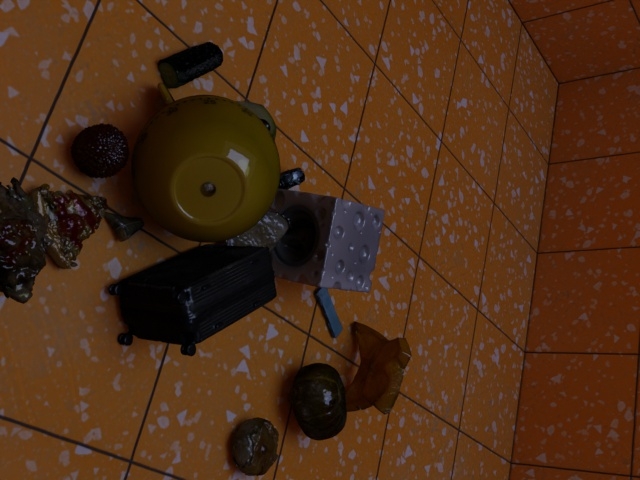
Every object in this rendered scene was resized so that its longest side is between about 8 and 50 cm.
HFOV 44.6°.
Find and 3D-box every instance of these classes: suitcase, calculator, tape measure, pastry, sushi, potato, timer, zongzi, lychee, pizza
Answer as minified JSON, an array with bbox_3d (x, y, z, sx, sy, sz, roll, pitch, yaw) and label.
[{"bbox_3d":[-0.284,0.124,1.811,0.335,0.229,0.152,-27,115,-52],"label":"suitcase"},{"bbox_3d":[0.025,0.216,2.376,0.057,0.018,0.172,-45,121,-44],"label":"calculator"},{"bbox_3d":[-0.092,-0.172,2.214,0.094,0.091,0.054,-27,101,-32],"label":"tape measure"},{"bbox_3d":[-0.169,0.539,2.035,0.153,0.081,0.154,17,71,-61],"label":"pastry"},{"bbox_3d":[-0.600,-0.013,1.421,0.238,0.218,0.225,24,71,-48],"label":"sushi"},{"bbox_3d":[-0.198,0.012,2.045,0.138,0.098,0.243,35,84,-23],"label":"potato"},{"bbox_3d":[-0.267,-0.183,1.820,0.376,0.376,0.387,63,-1,-26],"label":"timer"},{"bbox_3d":[-0.450,-0.048,1.778,0.083,0.040,0.076,54,37,-10],"label":"zongzi"},{"bbox_3d":[-0.472,-0.195,1.680,0.123,0.129,0.124,4,77,-19],"label":"lychee"},{"bbox_3d":[-0.518,-0.051,1.662,0.199,0.062,0.188,-43,121,-47],"label":"pizza"}]

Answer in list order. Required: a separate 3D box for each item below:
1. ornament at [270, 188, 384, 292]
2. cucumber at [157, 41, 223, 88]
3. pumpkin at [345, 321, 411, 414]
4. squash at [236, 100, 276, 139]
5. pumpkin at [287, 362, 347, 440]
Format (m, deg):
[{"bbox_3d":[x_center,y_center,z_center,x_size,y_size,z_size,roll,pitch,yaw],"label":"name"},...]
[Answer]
[{"bbox_3d":[0.000,0.000,2.152,0.239,0.239,0.239,10,91,-52],"label":"ornament"},{"bbox_3d":[-0.315,-0.450,1.971,0.211,0.062,0.078,-40,117,-47],"label":"cucumber"},{"bbox_3d":[0.166,0.384,2.358,0.095,0.258,0.290,27,68,-28],"label":"pumpkin"},{"bbox_3d":[-0.216,-0.258,2.118,0.236,0.155,0.204,-11,58,-51],"label":"squash"},{"bbox_3d":[-0.014,0.451,2.191,0.219,0.162,0.219,-7,90,-79],"label":"pumpkin"}]
